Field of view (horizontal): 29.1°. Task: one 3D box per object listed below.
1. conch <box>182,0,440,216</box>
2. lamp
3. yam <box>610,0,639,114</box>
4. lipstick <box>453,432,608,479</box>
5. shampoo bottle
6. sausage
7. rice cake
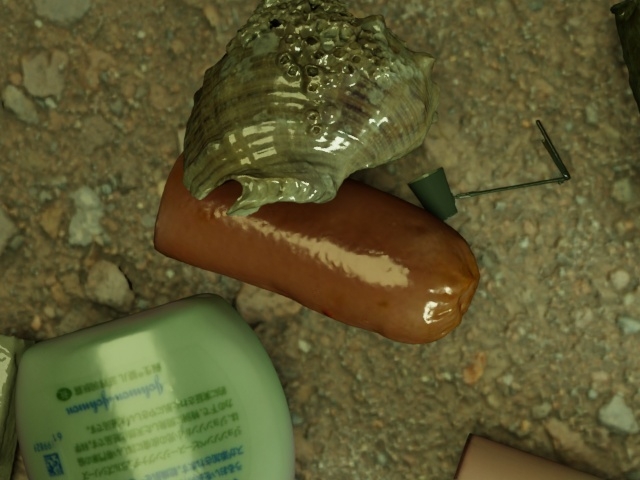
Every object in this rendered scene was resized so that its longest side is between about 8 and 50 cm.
[{"bbox_3d":[-0.017,-0.099,0.946,0.178,0.245,0.163,-10,123,45],"label":"conch"},{"bbox_3d":[0.136,-0.048,1.000,0.121,0.041,0.054,-25,96,15],"label":"lamp"},{"bbox_3d":[0.335,-0.051,0.880,0.195,0.195,0.300,-13,90,12],"label":"yam"},{"bbox_3d":[0.258,0.244,0.959,0.327,0.087,0.087,18,96,10],"label":"lipstick"},{"bbox_3d":[-0.112,0.228,1.004,0.222,0.151,0.349,-17,88,6],"label":"shampoo bottle"},{"bbox_3d":[0.000,0.000,0.992,0.259,0.113,0.113,19,96,11],"label":"sausage"},{"bbox_3d":[-0.300,0.201,1.088,0.052,0.057,0.256,13,95,12],"label":"rice cake"}]
